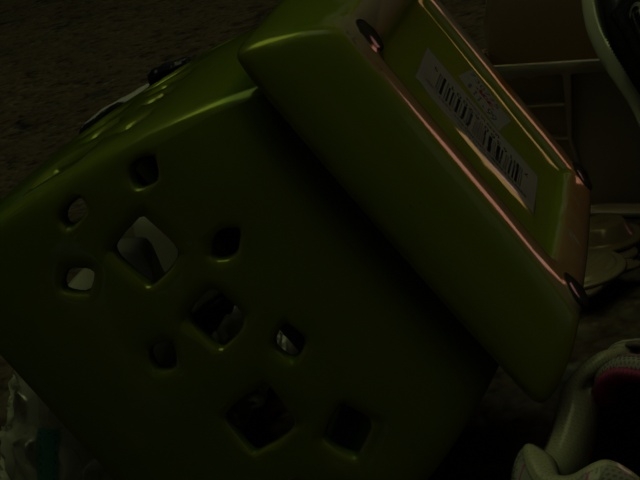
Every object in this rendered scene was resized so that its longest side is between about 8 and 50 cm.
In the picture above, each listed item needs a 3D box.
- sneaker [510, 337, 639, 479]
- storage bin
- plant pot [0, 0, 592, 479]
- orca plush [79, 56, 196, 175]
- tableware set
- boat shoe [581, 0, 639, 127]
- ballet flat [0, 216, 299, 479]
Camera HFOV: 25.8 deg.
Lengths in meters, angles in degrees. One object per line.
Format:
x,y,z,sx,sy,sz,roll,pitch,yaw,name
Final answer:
0.166,0.088,0.600,0.103,0.111,0.252,4,27,39,sneaker
0.192,-0.125,1.124,0.260,0.123,0.262,1,25,33,storage bin
0.000,0.000,0.672,0.207,0.228,0.227,-37,10,23,plant pot
-0.077,-0.100,1.330,0.287,0.102,0.151,-9,-26,-19,orca plush
0.144,0.011,0.947,0.168,0.020,0.141,-1,22,32,tableware set
0.245,-0.102,0.843,0.127,0.113,0.340,22,44,-19,boat shoe
-0.088,0.047,0.835,0.147,0.147,0.409,-9,20,10,ballet flat
